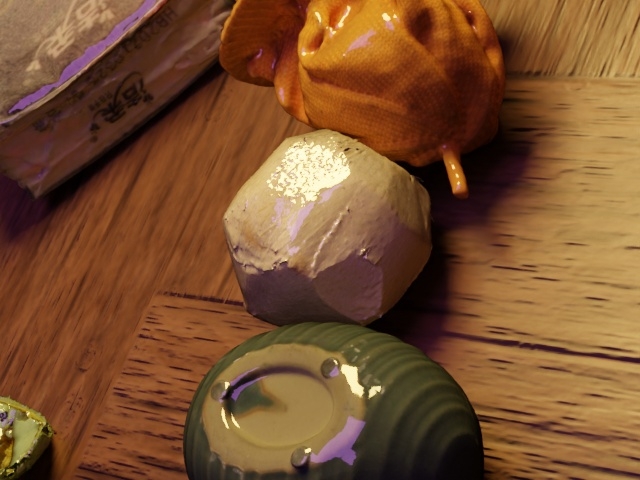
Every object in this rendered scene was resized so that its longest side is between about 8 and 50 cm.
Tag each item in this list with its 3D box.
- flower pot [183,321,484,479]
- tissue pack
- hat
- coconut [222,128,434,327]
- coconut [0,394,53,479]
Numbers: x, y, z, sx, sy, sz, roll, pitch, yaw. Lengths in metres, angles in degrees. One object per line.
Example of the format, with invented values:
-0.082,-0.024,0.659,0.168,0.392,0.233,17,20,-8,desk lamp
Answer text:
0.006,0.155,1.260,0.243,0.157,0.189,6,62,37,flower pot
-0.267,-0.259,1.776,0.288,0.124,0.394,-39,45,8,tissue pack
0.063,-0.123,1.401,0.244,0.233,0.233,-24,61,-3,hat
0.002,0.001,1.375,0.161,0.161,0.162,26,80,44,coconut
-0.296,0.189,1.510,0.133,0.055,0.158,-3,22,19,coconut
